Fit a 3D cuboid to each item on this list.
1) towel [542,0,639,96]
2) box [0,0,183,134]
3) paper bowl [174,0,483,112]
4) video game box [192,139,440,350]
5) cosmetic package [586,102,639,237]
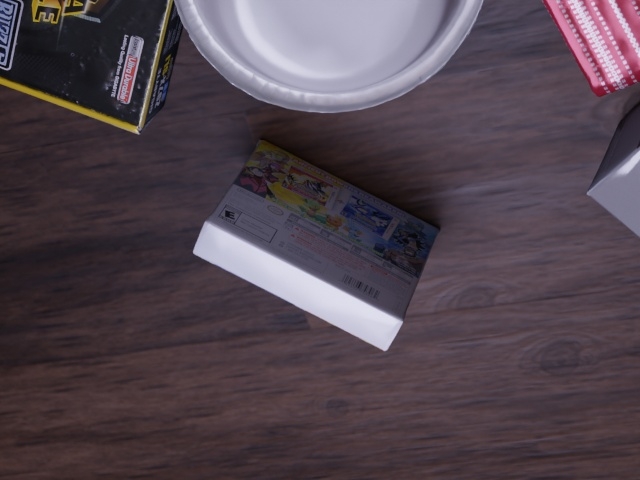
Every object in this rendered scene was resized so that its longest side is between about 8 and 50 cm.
[{"bbox_3d":[0.323,-0.263,1.473,0.275,0.031,0.199,-24,107,25],"label":"towel"},{"bbox_3d":[-0.244,-0.293,1.588,0.257,0.079,0.322,21,120,6],"label":"box"},{"bbox_3d":[0.008,-0.245,1.463,0.284,0.148,0.284,-1,122,-1],"label":"paper bowl"},{"bbox_3d":[0.000,0.000,1.605,0.205,0.187,0.048,27,124,1],"label":"video game box"},{"bbox_3d":[0.370,-0.028,1.516,0.238,0.127,0.107,38,133,-3],"label":"cosmetic package"}]
